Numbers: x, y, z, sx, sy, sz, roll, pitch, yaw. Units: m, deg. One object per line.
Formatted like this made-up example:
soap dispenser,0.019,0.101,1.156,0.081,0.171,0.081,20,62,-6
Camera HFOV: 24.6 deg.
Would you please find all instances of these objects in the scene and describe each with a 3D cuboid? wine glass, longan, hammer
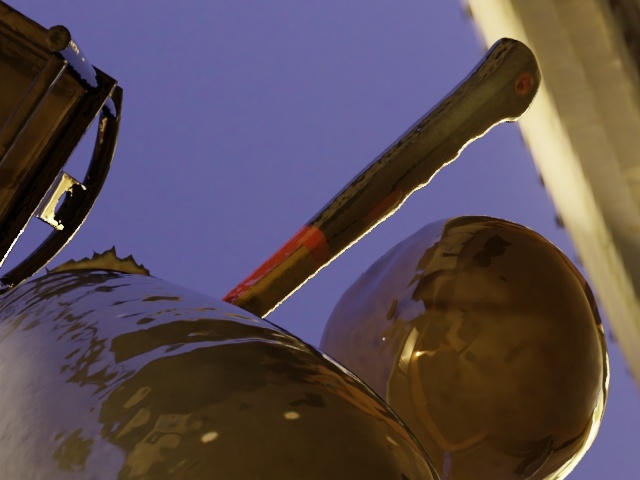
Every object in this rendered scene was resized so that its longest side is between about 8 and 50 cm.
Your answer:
wine glass,-0.030,0.072,0.363,0.111,0.204,0.111,-7,-75,-26
longan,0.117,0.096,1.177,0.215,0.246,0.246,-56,-53,-73
hammer,0.000,0.000,0.712,0.287,0.033,0.111,-40,-54,-16

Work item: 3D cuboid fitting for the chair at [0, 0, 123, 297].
chair,-0.196,-0.060,0.771,0.141,0.260,0.154,33,-94,0
